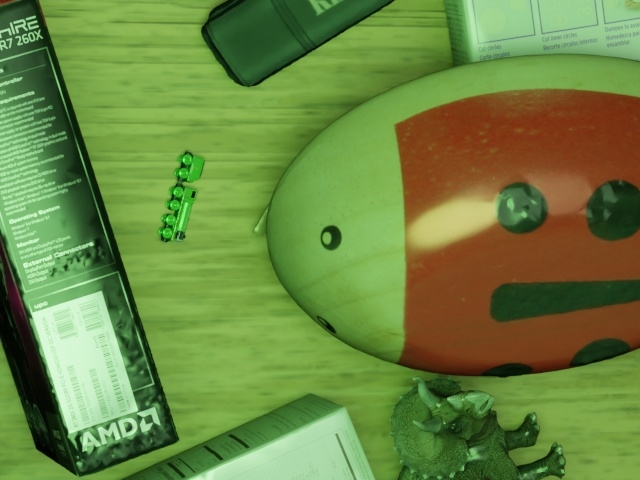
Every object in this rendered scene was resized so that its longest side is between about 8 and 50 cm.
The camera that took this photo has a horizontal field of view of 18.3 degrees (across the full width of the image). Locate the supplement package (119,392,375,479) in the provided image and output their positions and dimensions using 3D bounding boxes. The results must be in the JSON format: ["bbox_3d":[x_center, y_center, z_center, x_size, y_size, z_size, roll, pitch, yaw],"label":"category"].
[{"bbox_3d":[-0.078,0.244,1.692,0.244,0.134,0.139,-23,96,-12],"label":"supplement package"}]

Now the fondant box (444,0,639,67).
[{"bbox_3d":[0.227,-0.260,1.743,0.238,0.096,0.330,-9,101,-5],"label":"fondant box"}]

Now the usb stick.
[{"bbox_3d":[0.025,-0.224,1.694,0.278,0.045,0.077,-29,96,19],"label":"usb stick"}]

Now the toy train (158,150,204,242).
[{"bbox_3d":[-0.121,-0.037,1.740,0.024,0.017,0.083,16,87,-23],"label":"toy train"}]

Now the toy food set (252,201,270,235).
[{"bbox_3d":[0.000,0.000,1.768,0.122,0.019,0.078,33,84,-19],"label":"toy food set"}]

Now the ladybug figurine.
[{"bbox_3d":[0.183,-0.003,1.678,0.449,0.162,0.305,-8,129,-6],"label":"ladybug figurine"}]

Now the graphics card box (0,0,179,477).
[{"bbox_3d":[-0.229,-0.004,1.605,0.094,0.233,0.371,-20,96,-16],"label":"graphics card box"}]

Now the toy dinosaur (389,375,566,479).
[{"bbox_3d":[0.121,0.230,1.758,0.160,0.121,0.313,1,122,-15],"label":"toy dinosaur"}]
